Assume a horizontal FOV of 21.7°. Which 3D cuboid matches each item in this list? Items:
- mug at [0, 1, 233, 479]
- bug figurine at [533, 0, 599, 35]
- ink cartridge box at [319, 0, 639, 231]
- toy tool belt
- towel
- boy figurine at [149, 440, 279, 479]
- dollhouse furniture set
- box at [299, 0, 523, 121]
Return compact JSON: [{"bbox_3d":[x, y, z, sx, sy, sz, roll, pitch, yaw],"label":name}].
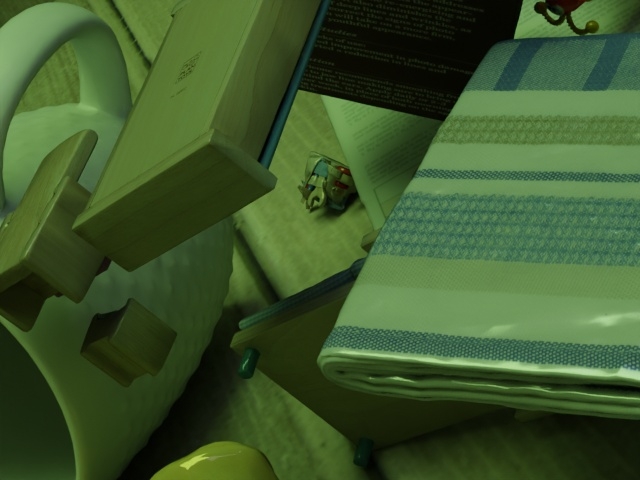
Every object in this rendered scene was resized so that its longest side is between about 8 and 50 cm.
[{"bbox_3d":[-0.213,0.001,1.266,0.276,0.374,0.328,17,36,18],"label":"mug"},{"bbox_3d":[0.300,-0.187,1.235,0.216,0.072,0.279,-27,37,-24],"label":"bug figurine"},{"bbox_3d":[0.170,-0.114,1.379,0.308,0.091,0.385,-30,39,9],"label":"ink cartridge box"},{"bbox_3d":[0.007,-0.045,1.474,0.051,0.052,0.083,-67,18,5],"label":"toy tool belt"},{"bbox_3d":[0.139,-0.018,0.876,0.209,0.034,0.285,2,42,29],"label":"towel"},{"bbox_3d":[-0.148,0.223,1.059,0.285,0.092,0.177,-35,21,-4],"label":"boy figurine"},{"bbox_3d":[0.000,0.000,1.073,0.286,0.303,0.198,-27,32,44],"label":"dollhouse furniture set"},{"bbox_3d":[0.054,-0.214,1.148,0.381,0.191,0.143,87,-163,-77],"label":"box"}]
